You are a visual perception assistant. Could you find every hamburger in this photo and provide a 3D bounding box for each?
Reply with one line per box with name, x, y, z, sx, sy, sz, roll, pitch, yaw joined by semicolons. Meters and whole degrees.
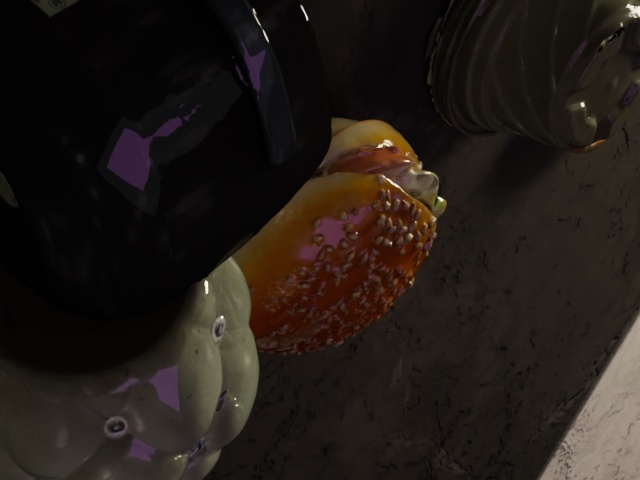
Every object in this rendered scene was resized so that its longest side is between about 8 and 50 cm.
hamburger;-0.003;0.000;1.583;0.237;0.147;0.237;-31;143;-27

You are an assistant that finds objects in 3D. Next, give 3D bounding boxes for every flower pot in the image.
flower pot;0.222;-0.176;1.720;0.235;0.140;0.235;-33;142;-31
flower pot;-0.164;0.082;1.361;0.246;0.246;0.195;-38;153;-24

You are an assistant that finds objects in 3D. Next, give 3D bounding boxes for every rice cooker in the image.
rice cooker;-0.139;-0.092;1.211;0.224;0.267;0.267;-35;145;-23

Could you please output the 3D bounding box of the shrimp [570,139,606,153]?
shrimp;0.325;-0.169;1.954;0.217;0.051;0.115;-41;154;-22
